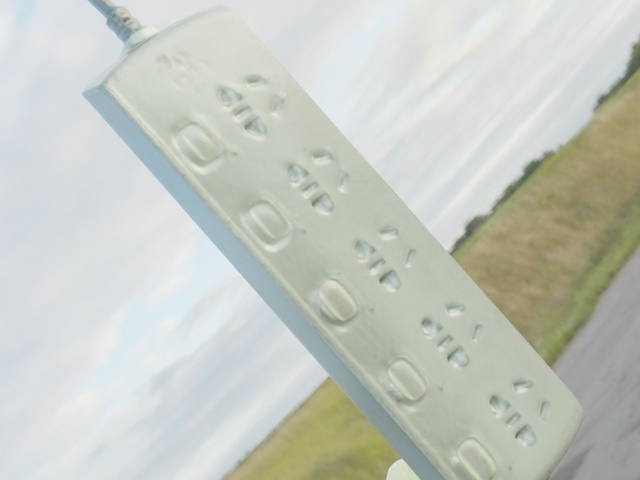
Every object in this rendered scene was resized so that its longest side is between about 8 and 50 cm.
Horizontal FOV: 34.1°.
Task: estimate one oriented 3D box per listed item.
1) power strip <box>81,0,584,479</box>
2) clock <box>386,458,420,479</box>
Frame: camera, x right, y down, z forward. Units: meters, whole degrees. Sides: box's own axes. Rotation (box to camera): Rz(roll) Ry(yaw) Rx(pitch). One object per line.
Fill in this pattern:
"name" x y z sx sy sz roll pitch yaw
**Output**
"power strip" 0.000 0.000 0.370 0.060 0.253 0.027 -41 -2 -27
"clock" 0.096 0.289 0.788 0.348 0.117 0.286 -19 -66 -82
